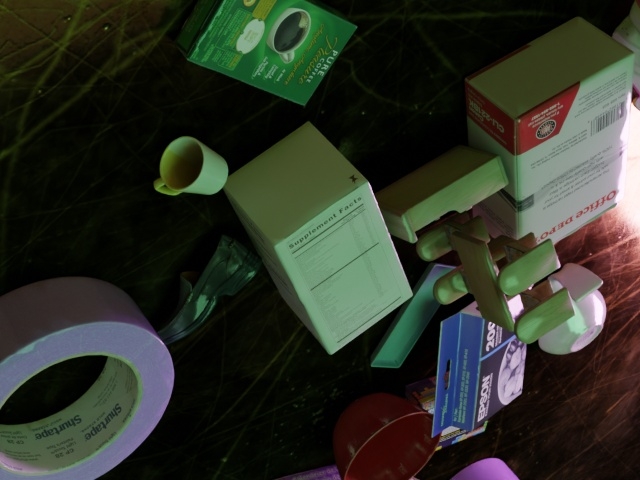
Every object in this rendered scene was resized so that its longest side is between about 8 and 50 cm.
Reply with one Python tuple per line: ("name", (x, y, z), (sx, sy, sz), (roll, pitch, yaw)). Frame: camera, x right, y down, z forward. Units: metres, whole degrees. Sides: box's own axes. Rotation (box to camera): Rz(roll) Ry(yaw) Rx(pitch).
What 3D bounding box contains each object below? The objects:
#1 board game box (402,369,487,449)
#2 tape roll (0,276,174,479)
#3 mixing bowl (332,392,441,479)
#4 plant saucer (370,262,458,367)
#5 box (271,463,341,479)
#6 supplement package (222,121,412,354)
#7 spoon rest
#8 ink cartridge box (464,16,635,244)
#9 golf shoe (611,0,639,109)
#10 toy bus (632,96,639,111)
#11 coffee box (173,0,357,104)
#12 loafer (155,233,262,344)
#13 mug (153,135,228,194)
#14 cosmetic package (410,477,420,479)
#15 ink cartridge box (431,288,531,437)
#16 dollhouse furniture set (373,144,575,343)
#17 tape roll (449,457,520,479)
("board game box", (0.206, 0.278, 1.968), (0.170, 0.048, 0.141), (-15, 132, -30))
("tape roll", (-0.314, 0.176, 1.403), (0.275, 0.090, 0.274), (-24, 139, -23))
("mixing bowl", (0.087, 0.302, 1.849), (0.181, 0.098, 0.181), (-22, 137, -22))
("plant saucer", (0.139, 0.111, 1.780), (0.067, 0.018, 0.192), (9, 119, -44))
("box", (-0.022, 0.491, 1.965), (0.201, 0.057, 0.293), (-7, 130, -34))
("supplement package", (0.000, 0.000, 1.465), (0.139, 0.134, 0.244), (-35, 141, -9))
("spoon rest", (0.417, 0.109, 1.980), (0.137, 0.084, 0.276), (-34, 154, -7))
("ink cartridge box", (0.309, -0.132, 1.618), (0.197, 0.114, 0.272), (-30, 139, -16))
("golf shoe", (0.515, -0.195, 1.612), (0.115, 0.306, 0.140), (-31, 164, -47))
("toy bus", (0.588, -0.226, 1.691), (0.149, 0.211, 0.220), (11, 117, -43))
("coffee box", (-0.057, -0.221, 1.285), (0.184, 0.040, 0.113), (14, 117, -46))
("loafer", (-0.149, 0.060, 1.470), (0.170, 0.062, 0.061), (-44, 103, 12))
("mug", (-0.143, -0.080, 1.344), (0.064, 0.078, 0.062), (18, 81, -57))
("cosmetic package", (0.176, 0.528, 2.069), (0.085, 0.117, 0.231), (-38, 131, -35))
("ink cartridge box", (0.250, 0.183, 1.836), (0.208, 0.045, 0.206), (-26, 126, -45))
("dollhouse furniture set", (0.184, 0.021, 1.590), (0.161, 0.212, 0.242), (-30, 114, -17))
("tape roll", (0.294, 0.500, 2.224), (0.189, 0.080, 0.189), (-23, 137, -23))
